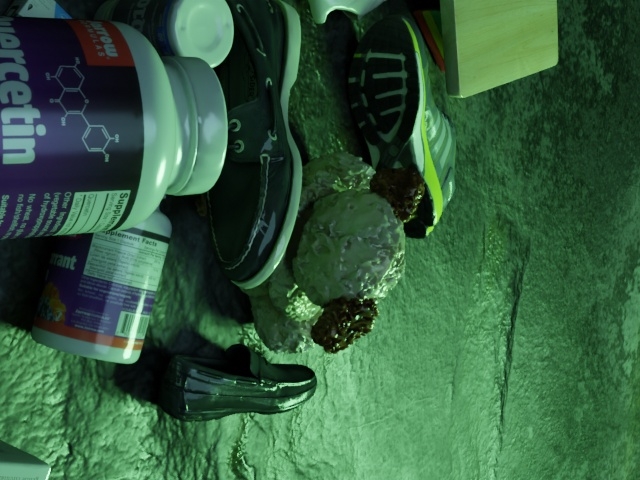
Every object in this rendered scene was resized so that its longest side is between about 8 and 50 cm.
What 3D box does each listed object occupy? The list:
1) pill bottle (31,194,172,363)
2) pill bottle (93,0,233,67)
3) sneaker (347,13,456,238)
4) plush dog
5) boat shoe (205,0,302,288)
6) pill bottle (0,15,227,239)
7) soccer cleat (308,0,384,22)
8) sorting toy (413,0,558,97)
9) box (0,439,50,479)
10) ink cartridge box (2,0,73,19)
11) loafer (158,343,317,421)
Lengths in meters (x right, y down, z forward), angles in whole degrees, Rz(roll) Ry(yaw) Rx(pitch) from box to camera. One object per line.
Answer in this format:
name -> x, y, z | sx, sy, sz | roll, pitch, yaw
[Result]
pill bottle -> -0.208, 0.016, 0.952 | 0.108, 0.108, 0.193 | 19, 83, -47
pill bottle -> -0.157, -0.205, 0.942 | 0.078, 0.137, 0.078 | -11, 105, -46
sneaker -> 0.119, -0.158, 1.289 | 0.121, 0.111, 0.300 | -43, 133, -46
plush dog -> 0.000, 0.000, 1.085 | 0.210, 0.225, 0.262 | 31, 75, -46
boat shoe -> -0.092, -0.121, 1.001 | 0.113, 0.127, 0.340 | 23, 64, -40
pill bottle -> -0.247, -0.092, 0.791 | 0.323, 0.181, 0.181 | -6, 102, -33
soccer cleat -> 0.059, -0.316, 1.211 | 0.196, 0.068, 0.076 | -17, 116, -37
sorting toy -> 0.227, -0.352, 1.361 | 0.257, 0.089, 0.255 | -24, 115, -42
box -> -0.352, 0.212, 0.783 | 0.181, 0.182, 0.119 | 20, 81, -48
ink cartridge box -> -0.274, -0.189, 0.899 | 0.048, 0.028, 0.083 | 45, 66, -42
loafer -> -0.088, 0.161, 1.134 | 0.223, 0.076, 0.078 | 2, 104, -44
